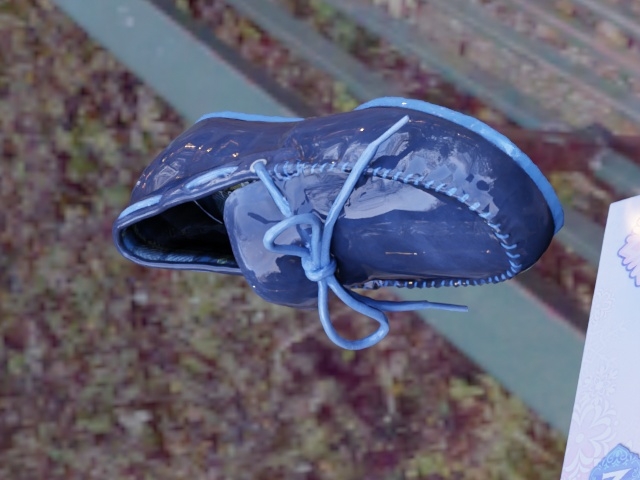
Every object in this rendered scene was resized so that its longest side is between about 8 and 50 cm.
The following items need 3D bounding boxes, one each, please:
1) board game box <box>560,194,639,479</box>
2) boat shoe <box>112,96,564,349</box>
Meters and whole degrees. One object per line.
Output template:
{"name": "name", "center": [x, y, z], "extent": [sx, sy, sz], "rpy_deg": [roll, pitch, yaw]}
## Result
{"name": "board game box", "center": [0.279, 0.080, 0.908], "extent": [0.318, 0.066, 0.318], "rpy_deg": [-19, 42, 40]}
{"name": "boat shoe", "center": [0.000, 0.000, 0.767], "extent": [0.258, 0.089, 0.109], "rpy_deg": [-2, 128, 56]}
